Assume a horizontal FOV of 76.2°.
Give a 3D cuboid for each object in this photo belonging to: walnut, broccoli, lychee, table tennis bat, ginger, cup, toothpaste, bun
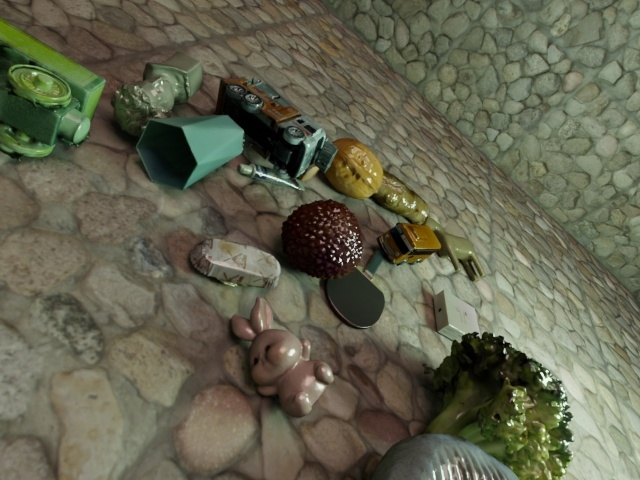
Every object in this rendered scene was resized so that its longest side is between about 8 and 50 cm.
[{"bbox_3d":[0.100,-0.219,1.249,0.206,0.159,0.159,43,36,-9],"label":"walnut"},{"bbox_3d":[0.347,0.375,0.878,0.280,0.349,0.293,-18,21,-18],"label":"broccoli"},{"bbox_3d":[0.000,0.000,0.938,0.188,0.188,0.188,25,41,-24],"label":"lychee"},{"bbox_3d":[0.108,0.107,1.057,0.173,0.022,0.301,43,38,-1],"label":"table tennis bat"},{"bbox_3d":[0.254,-0.147,1.376,0.262,0.116,0.110,32,79,-24],"label":"ginger"},{"bbox_3d":[-0.268,-0.215,0.915,0.147,0.134,0.236,20,29,14],"label":"cup"},{"bbox_3d":[-0.129,-0.172,1.090,0.216,0.037,0.062,8,46,-46],"label":"toothpaste"},{"bbox_3d":[0.207,0.484,0.631,0.361,0.211,0.362,25,44,-26],"label":"bun"}]

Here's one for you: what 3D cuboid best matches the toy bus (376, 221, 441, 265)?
[{"bbox_3d":[0.268,0.010,1.216,0.200,0.114,0.098,2,55,-52],"label":"toy bus"}]

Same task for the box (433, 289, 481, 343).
[{"bbox_3d":[0.395,0.230,1.187,0.130,0.051,0.129,31,39,-18],"label":"box"}]

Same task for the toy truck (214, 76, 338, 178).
[{"bbox_3d":[-0.106,-0.300,1.084,0.338,0.133,0.184,39,46,13],"label":"toy truck"}]

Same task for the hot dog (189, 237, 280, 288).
[{"bbox_3d":[-0.170,0.046,0.828,0.191,0.053,0.099,14,45,-31],"label":"hot dog"}]

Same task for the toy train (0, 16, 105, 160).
[{"bbox_3d":[-0.527,-0.268,0.705,0.271,0.159,0.188,30,33,-18],"label":"toy train"}]

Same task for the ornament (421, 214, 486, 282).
[{"bbox_3d":[0.456,0.018,1.441,0.230,0.061,0.245,12,49,-34],"label":"ornament"}]

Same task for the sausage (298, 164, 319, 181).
[{"bbox_3d":[-0.100,-0.278,1.186,0.234,0.071,0.071,50,37,9],"label":"sausage"}]

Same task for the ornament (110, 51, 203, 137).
[{"bbox_3d":[-0.370,-0.335,0.938,0.120,0.130,0.285,14,40,0],"label":"ornament"}]

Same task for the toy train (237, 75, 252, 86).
[{"bbox_3d":[-0.253,-0.496,1.289,0.045,0.029,0.092,39,37,5],"label":"toy train"}]

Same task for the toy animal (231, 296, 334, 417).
[{"bbox_3d":[-0.085,0.202,0.711,0.212,0.124,0.124,42,36,8],"label":"toy animal"}]
